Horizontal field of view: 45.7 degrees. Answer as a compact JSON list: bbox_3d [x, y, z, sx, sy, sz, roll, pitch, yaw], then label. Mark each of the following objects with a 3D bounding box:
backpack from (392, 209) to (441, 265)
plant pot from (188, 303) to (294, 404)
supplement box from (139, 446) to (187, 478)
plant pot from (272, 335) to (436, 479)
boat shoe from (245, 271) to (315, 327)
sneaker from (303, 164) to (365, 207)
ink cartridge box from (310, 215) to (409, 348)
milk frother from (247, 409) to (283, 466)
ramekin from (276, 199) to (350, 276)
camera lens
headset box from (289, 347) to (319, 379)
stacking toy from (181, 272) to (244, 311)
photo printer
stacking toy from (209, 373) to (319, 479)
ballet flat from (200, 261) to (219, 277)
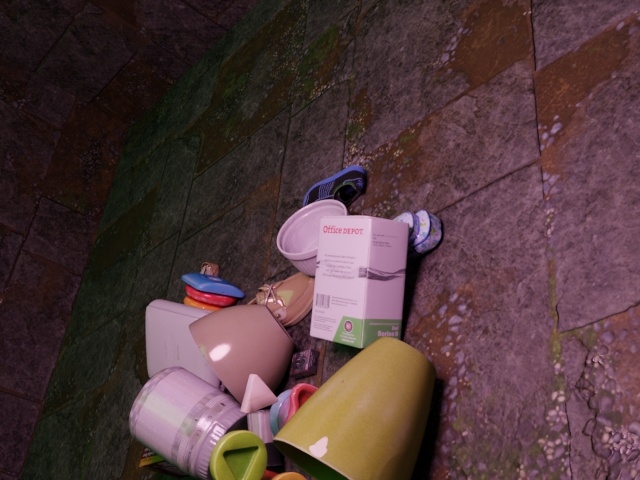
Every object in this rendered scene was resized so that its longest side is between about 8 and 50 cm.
[{"bbox_3d":[0.219,-0.016,1.762,0.114,0.084,0.105,-32,43,36],"label":"backpack"},{"bbox_3d":[-0.180,0.276,1.976,0.191,0.284,0.284,-36,31,-4],"label":"plant pot"},{"bbox_3d":[-0.394,0.556,2.164,0.191,0.129,0.194,-27,44,44],"label":"supplement box"},{"bbox_3d":[0.098,0.347,1.505,0.275,0.275,0.293,-2,48,56],"label":"plant pot"},{"bbox_3d":[-0.127,0.179,2.093,0.341,0.110,0.121,-42,35,30],"label":"boat shoe"},{"bbox_3d":[0.032,-0.123,2.134,0.232,0.081,0.090,-34,32,36],"label":"sneaker"},{"bbox_3d":[0.089,0.091,1.746,0.211,0.122,0.289,4,89,57],"label":"ink cartridge box"},{"bbox_3d":[-0.172,0.488,1.849,0.129,0.143,0.134,142,126,-58],"label":"milk frother"},{"bbox_3d":[0.000,0.000,1.999,0.207,0.109,0.207,-22,35,17],"label":"ramekin"},{"bbox_3d":[-0.332,0.467,1.945,0.274,0.219,0.219,25,86,24],"label":"camera lens"},{"bbox_3d":[-0.038,0.312,1.927,0.083,0.032,0.062,-27,44,46],"label":"headset box"},{"bbox_3d":[-0.371,0.264,2.384,0.166,0.175,0.301,20,96,56],"label":"stacking toy"},{"bbox_3d":[-0.388,0.319,2.246,0.308,0.107,0.255,8,102,40],"label":"photo printer"},{"bbox_3d":[-0.128,0.454,1.708,0.130,0.280,0.308,-5,57,53],"label":"stacking toy"},{"bbox_3d":[-0.379,0.154,2.536,0.073,0.067,0.206,-42,36,28],"label":"ballet flat"}]
